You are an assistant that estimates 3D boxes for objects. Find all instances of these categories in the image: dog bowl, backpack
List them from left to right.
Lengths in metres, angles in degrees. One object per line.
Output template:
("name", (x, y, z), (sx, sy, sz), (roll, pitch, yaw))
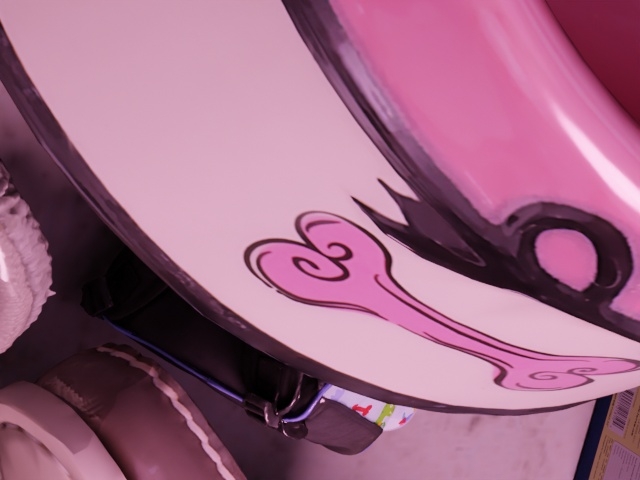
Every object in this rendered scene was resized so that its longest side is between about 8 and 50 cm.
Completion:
("backpack", (0.000, 0.000, 0.624), (0.084, 0.105, 0.114), (29, 89, -57))
("dog bowl", (0.099, -0.151, 0.527), (0.408, 0.150, 0.408), (-1, 91, -37))

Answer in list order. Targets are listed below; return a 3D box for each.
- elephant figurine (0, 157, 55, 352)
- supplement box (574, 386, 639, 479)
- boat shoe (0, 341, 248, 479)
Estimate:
("elephant figurine", (-0.145, -0.009, 0.472), (0.239, 0.186, 0.169), (-38, 118, -4))
("supplement box", (0.153, 0.080, 0.750), (0.056, 0.083, 0.083), (6, 104, -32))
("boat shoe", (-0.010, 0.147, 0.664), (0.096, 0.116, 0.324), (-38, 126, -19))
